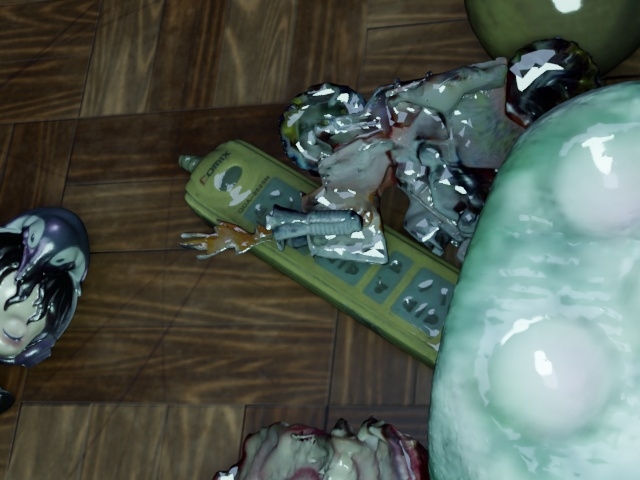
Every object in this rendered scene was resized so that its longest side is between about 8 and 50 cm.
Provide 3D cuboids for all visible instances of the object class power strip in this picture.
[{"bbox_3d":[0.000,0.000,1.230,0.388,0.066,0.092,31,77,29],"label":"power strip"}]

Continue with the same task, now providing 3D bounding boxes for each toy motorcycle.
[{"bbox_3d":[0.056,-0.046,1.121,0.401,0.134,0.207,-10,89,6],"label":"toy motorcycle"}]

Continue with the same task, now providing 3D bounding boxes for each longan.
[{"bbox_3d":[0.231,-0.252,1.184,0.196,0.196,0.220,32,108,29],"label":"longan"}]

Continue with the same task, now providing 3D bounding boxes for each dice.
[{"bbox_3d":[0.292,0.100,0.922,0.348,0.328,0.330,12,71,25],"label":"dice"}]

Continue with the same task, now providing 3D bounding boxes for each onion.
[{"bbox_3d":[0.018,0.285,1.030,0.314,0.146,0.280,-9,71,59],"label":"onion"}]

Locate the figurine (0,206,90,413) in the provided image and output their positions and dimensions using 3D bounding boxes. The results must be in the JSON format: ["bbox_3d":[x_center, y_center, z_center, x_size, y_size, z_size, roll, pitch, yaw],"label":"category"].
[{"bbox_3d":[-0.317,0.063,1.293,0.222,0.145,0.145,-48,59,7],"label":"figurine"}]
